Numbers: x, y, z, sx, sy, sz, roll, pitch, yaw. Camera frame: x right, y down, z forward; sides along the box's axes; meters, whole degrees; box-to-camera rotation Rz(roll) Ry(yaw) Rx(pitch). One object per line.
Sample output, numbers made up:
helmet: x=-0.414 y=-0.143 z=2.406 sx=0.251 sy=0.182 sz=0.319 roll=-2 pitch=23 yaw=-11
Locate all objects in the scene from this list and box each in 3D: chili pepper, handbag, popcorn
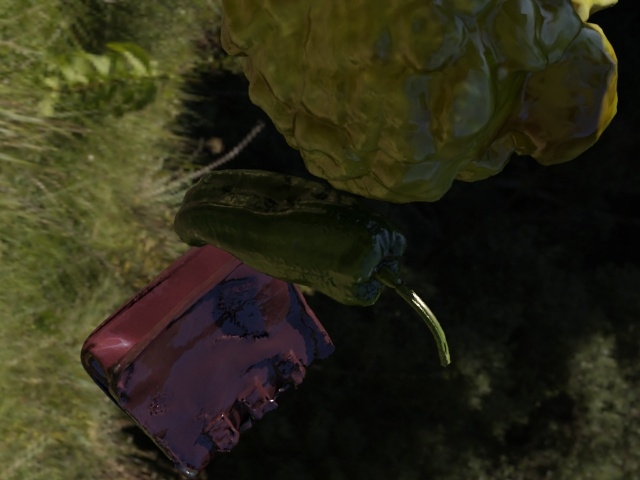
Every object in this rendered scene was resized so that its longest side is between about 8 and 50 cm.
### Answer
chili pepper: x=0.001 y=-0.001 z=0.735 sx=0.072 sy=0.204 sz=0.073 roll=-58 pitch=155 yaw=-28
handbag: x=-0.105 y=0.108 z=1.114 sx=0.203 sy=0.074 sz=0.216 roll=-43 pitch=139 yaw=-10
popcorn: x=0.075 y=-0.147 z=0.660 sx=0.251 sy=0.206 sz=0.237 roll=-18 pitch=89 yaw=-39
